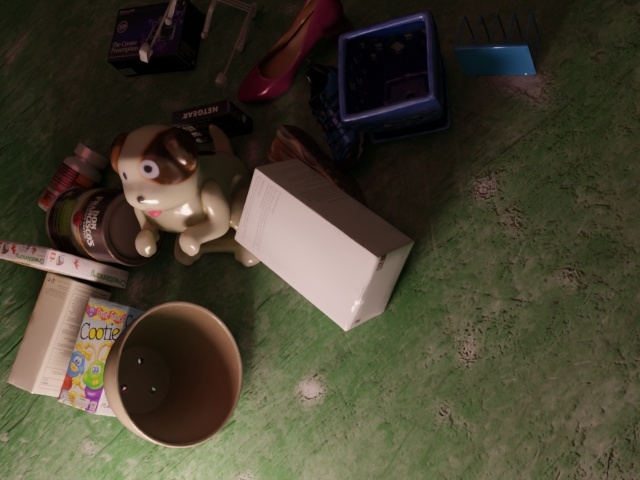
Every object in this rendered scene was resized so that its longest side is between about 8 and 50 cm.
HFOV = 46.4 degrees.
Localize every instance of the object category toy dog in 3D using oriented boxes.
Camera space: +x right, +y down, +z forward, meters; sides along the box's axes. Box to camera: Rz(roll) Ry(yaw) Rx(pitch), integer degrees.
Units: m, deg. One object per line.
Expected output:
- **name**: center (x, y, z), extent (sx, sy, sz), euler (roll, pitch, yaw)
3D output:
- **toy dog**: center (-0.320, -0.135, 1.829), extent (0.284, 0.408, 0.396), euler (10, 79, 27)

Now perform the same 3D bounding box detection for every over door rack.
- **over door rack**: center (-0.335, -0.569, 2.077), extent (0.239, 0.108, 0.324), euler (20, 61, -3)

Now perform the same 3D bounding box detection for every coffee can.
- **coffee can**: center (-0.578, -0.042, 2.012), extent (0.275, 0.201, 0.202), euler (4, 75, 40)

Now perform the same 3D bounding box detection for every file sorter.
- **file sorter**: center (0.416, -0.461, 1.749), extent (0.170, 0.118, 0.105), euler (4, 72, 27)

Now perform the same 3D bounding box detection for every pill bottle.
- **pill bottle**: center (-0.722, -0.169, 2.198), extent (0.121, 0.121, 0.221), euler (31, 89, 30)

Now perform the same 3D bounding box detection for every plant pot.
- **plant pot**: center (0.187, -0.367, 1.772), extent (0.235, 0.212, 0.236), euler (-9, 69, 23)

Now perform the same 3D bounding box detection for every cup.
- **cup**: center (-0.389, 0.327, 1.797), extent (0.236, 0.331, 0.331), euler (-17, 65, 48)

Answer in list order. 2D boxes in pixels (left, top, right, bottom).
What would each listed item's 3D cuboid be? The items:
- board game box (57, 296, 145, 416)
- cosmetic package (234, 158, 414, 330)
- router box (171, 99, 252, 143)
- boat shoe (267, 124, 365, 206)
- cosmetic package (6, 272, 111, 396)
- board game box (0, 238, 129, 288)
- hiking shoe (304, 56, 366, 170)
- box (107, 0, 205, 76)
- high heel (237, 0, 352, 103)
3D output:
- **board game box**: center (-0.547, 0.306, 1.949), extent (0.142, 0.144, 0.276), euler (9, 77, 28)
- **cosmetic package**: center (0.000, 0.000, 1.722), extent (0.385, 0.156, 0.217), euler (38, 125, 24)
- **router box**: center (-0.293, -0.321, 2.034), extent (0.178, 0.133, 0.046), euler (-8, 71, 23)
- **boat shoe**: center (-0.014, -0.153, 1.865), extent (0.324, 0.123, 0.116), euler (49, 115, 26)
- **cosmetic package**: center (-0.706, 0.260, 2.033), extent (0.113, 0.160, 0.310), euler (14, 79, 29)
- **board game box**: center (-0.686, 0.065, 2.000), extent (0.192, 0.305, 0.053), euler (8, 80, 28)
- **hiking shoe**: center (0.024, -0.308, 1.864), extent (0.113, 0.132, 0.304), euler (-38, 52, 42)
- **box**: center (-0.493, -0.605, 2.241), extent (0.261, 0.103, 0.185), euler (1, 72, 26)
- **high heel**: center (-0.100, -0.515, 1.975), extent (0.377, 0.181, 0.127), euler (-39, 62, 10)
